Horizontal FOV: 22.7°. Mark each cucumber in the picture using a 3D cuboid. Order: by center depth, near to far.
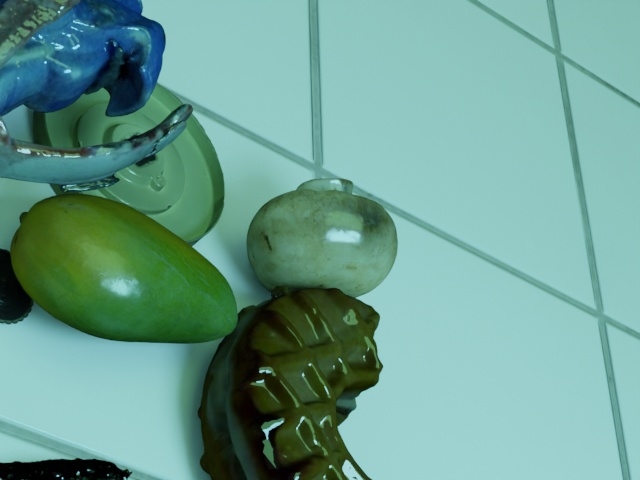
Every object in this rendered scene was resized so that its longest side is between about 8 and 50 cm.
[{"bbox_3d":[-0.242,0.214,1.389,0.181,0.053,0.053,4,58,-47],"label":"cucumber"}]

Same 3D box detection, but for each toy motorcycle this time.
[{"bbox_3d":[-0.274,-0.163,1.569,0.319,0.182,0.241,-29,105,-40],"label":"toy motorcycle"}]

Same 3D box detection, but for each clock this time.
[{"bbox_3d":[-0.300,0.042,1.496,0.074,0.010,0.083,20,47,-39],"label":"clock"},{"bbox_3d":[-0.199,-0.092,1.697,0.235,0.029,0.235,28,43,-30],"label":"clock"}]

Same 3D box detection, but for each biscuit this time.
[{"bbox_3d":[0.008,0.218,1.596,0.268,0.115,0.366,-9,66,-51],"label":"biscuit"}]

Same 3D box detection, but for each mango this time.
[{"bbox_3d":[-0.183,0.030,1.536,0.251,0.114,0.156,13,22,-43],"label":"mango"}]

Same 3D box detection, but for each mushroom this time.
[{"bbox_3d":[0.000,0.000,1.728,0.166,0.166,0.127,22,51,-34],"label":"mushroom"}]
